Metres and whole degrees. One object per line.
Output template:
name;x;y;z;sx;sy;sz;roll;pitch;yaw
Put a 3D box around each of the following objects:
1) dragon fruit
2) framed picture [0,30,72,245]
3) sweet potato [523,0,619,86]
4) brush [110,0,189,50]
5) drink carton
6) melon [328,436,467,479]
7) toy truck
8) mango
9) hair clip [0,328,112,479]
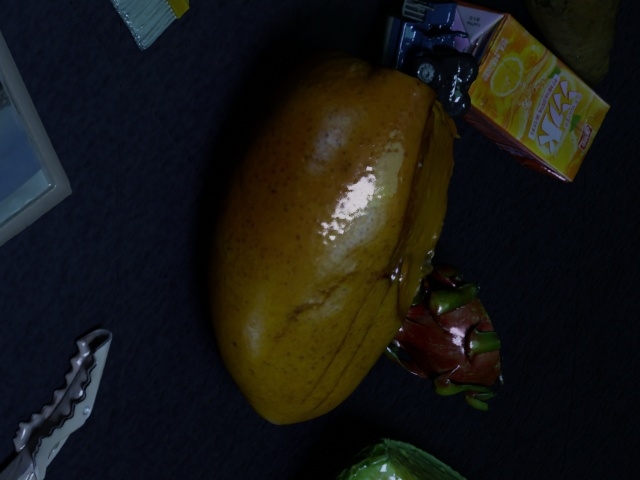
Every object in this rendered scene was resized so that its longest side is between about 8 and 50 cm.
dragon fruit;0.107;0.086;1.614;0.175;0.138;0.142;9;62;-18
framed picture;-0.327;-0.035;1.178;0.289;0.016;0.213;-40;133;-25
sweet potato;0.249;-0.299;1.566;0.130;0.130;0.423;-36;138;-28
brush;-0.093;-0.249;1.317;0.205;0.011;0.083;-48;134;-19
drink carton;0.193;-0.145;1.611;0.223;0.071;0.096;30;86;-49
melon;0.056;0.399;1.637;0.343;0.226;0.331;-48;149;2
toy truck;0.081;-0.122;1.494;0.074;0.088;0.202;-16;122;-54
mango;0.000;0.000;1.419;0.199;0.201;0.350;17;108;-9
hair clip;-0.234;0.175;1.360;0.226;0.034;0.072;-54;141;-14
